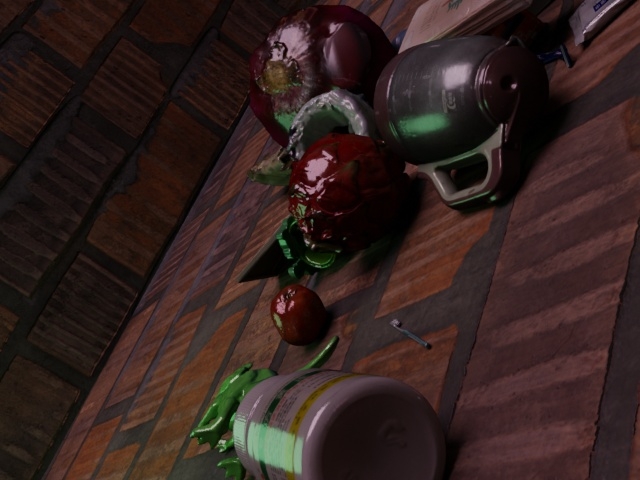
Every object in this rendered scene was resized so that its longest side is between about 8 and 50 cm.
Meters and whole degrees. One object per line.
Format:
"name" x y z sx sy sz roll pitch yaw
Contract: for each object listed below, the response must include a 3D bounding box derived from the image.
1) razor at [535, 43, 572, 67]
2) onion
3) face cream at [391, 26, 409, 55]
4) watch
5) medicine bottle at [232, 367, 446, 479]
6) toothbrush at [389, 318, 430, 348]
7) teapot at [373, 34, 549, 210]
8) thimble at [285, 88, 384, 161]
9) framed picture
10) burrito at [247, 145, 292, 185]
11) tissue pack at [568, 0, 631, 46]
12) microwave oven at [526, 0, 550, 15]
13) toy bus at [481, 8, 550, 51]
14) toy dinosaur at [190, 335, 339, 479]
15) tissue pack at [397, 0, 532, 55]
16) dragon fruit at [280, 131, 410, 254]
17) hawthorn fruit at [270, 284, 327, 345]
"razor" 0.424 -0.336 1.662 0.028 0.044 0.154 -27 11 -10
"onion" 0.040 -0.403 2.375 0.398 0.398 0.420 -50 -20 15
"face cream" 0.203 -0.485 2.415 0.135 0.086 0.385 -62 10 -19
"watch" 0.000 0.000 1.992 0.152 0.165 0.131 -5 26 41
"medicine bottle" 0.008 0.288 1.291 0.208 0.208 0.340 -60 18 -16
"toothbrush" 0.149 0.153 1.498 0.014 0.011 0.167 -50 17 -4
"teapot" 0.262 -0.210 1.589 0.312 0.233 0.315 -175 90 -65
"thimble" 0.046 -0.232 2.088 0.237 0.237 0.150 -49 -21 17
"framed picture" -0.065 -0.012 2.167 0.289 0.016 0.213 -49 -16 18
"burrito" -0.083 -0.231 2.610 0.190 0.135 0.332 -51 12 -18
"tissue pack" 0.517 -0.432 1.589 0.193 0.026 0.122 -44 21 31
"microwave oven" 0.446 -0.677 1.819 0.355 0.286 0.218 -44 19 42
"toy bus" 0.346 -0.415 1.848 0.121 0.120 0.265 -54 18 -2
"toy dinosaur" -0.083 0.270 1.772 0.500 0.144 0.374 -42 9 26
"tissue pack" 0.288 -0.457 1.761 0.325 0.071 0.170 -23 38 52
"dragon fruit" 0.057 -0.104 1.832 0.299 0.244 0.244 -39 3 -41
"hawthorn fruit" -0.044 0.151 1.838 0.128 0.128 0.128 -48 19 22
